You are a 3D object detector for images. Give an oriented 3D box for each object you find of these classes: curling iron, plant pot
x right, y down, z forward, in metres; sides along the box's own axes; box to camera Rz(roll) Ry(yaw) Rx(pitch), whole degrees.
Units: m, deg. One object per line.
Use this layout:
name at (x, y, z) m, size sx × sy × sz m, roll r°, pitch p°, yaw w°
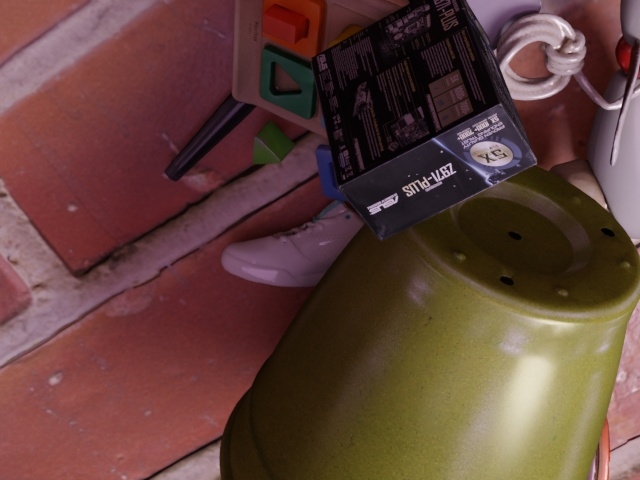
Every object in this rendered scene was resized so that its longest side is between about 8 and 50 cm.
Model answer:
curling iron at (-0.075, -0.168, 1.297) m, size 0.068 × 0.035 × 0.274 m, roll 30°, pitch 111°, yaw -29°
plant pot at (0.125, 0.119, 1.186) m, size 0.366 × 0.366 × 0.353 m, roll 18°, pitch 126°, yaw -5°

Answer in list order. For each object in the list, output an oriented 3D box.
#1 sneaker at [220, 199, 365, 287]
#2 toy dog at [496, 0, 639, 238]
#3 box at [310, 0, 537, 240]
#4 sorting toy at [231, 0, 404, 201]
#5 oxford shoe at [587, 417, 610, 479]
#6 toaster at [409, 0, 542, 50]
sneaker at (0.000, 0.000, 1.348) m, size 0.212 × 0.080 × 0.094 m, roll 2°, pitch 106°, yaw -9°
toy dog at (0.315, -0.095, 1.179) m, size 0.220 × 0.161 × 0.334 m, roll -31°, pitch 140°, yaw 3°
box at (0.082, -0.111, 1.058) m, size 0.147 × 0.180 × 0.077 m, roll -28°, pitch 132°, yaw 15°
sorting toy at (-0.001, -0.166, 1.188) m, size 0.196 × 0.047 × 0.348 m, roll 23°, pitch 137°, yaw 17°
oxford shoe at (0.263, 0.312, 1.446) m, size 0.098 × 0.097 × 0.271 m, roll 15°, pitch 111°, yaw 2°
toaster at (0.118, -0.270, 1.186) m, size 0.110 × 0.168 × 0.186 m, roll -32°, pitch 108°, yaw 11°
